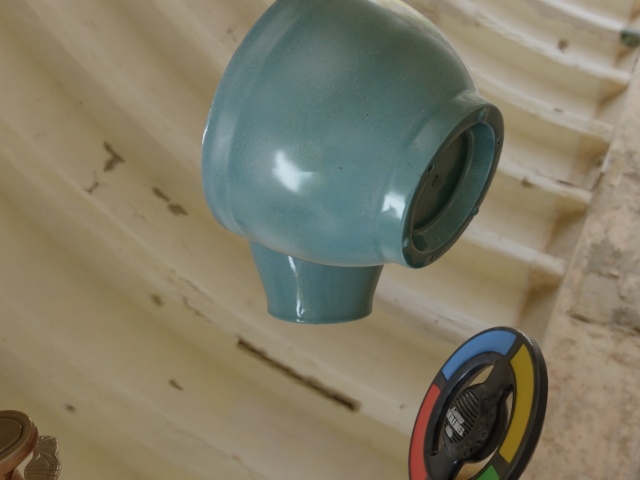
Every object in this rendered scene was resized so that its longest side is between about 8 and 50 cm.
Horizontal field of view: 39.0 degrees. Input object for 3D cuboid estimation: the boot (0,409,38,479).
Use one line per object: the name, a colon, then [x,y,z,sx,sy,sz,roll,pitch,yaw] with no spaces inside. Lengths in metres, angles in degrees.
boot: [-0.322,0.258,0.944,0.152,0.197,0.073,42,-152,-35]

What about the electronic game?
electronic game: [0.169,0.201,0.999,0.229,0.048,0.229,-52,22,30]

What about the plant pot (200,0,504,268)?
plant pot: [0.055,-0.090,0.891,0.293,0.196,0.293,-41,-32,-32]

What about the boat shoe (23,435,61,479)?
boat shoe: [-0.478,0.402,1.558,0.170,0.063,0.059,-118,35,-69]

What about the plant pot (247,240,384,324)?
plant pot: [0.000,0.000,1.527,0.272,0.272,0.255,-28,-61,-69]
